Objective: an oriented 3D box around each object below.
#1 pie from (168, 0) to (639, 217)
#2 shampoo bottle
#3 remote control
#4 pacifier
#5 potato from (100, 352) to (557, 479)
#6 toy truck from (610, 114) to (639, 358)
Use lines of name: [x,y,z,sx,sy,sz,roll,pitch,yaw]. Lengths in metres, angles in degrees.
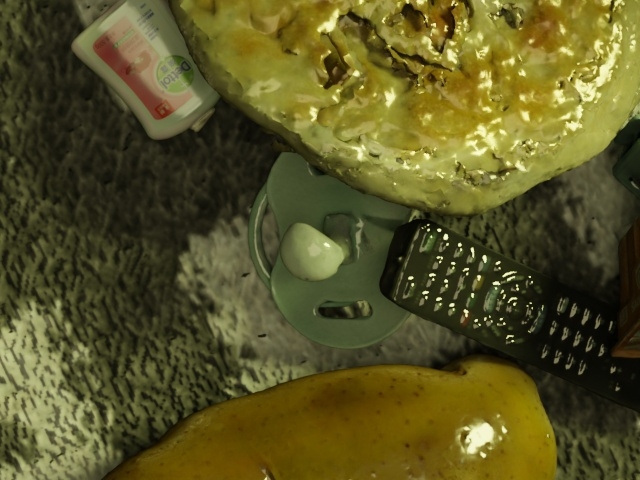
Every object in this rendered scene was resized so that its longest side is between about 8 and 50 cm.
pie: [0.061,-0.176,1.059,0.339,0.077,0.339,1,77,-6]
shampoo bottle: [-0.108,-0.115,1.095,0.072,0.043,0.099,-40,97,0]
remote control: [0.148,0.055,1.101,0.245,0.025,0.063,25,78,-25]
pacifier: [0.000,0.000,1.084,0.127,0.116,0.150,7,100,21]
potato: [-0.011,0.196,1.089,0.369,0.176,0.195,-24,58,-10]
toy truck: [0.367,-0.003,1.091,0.338,0.133,0.184,2,68,-6]
